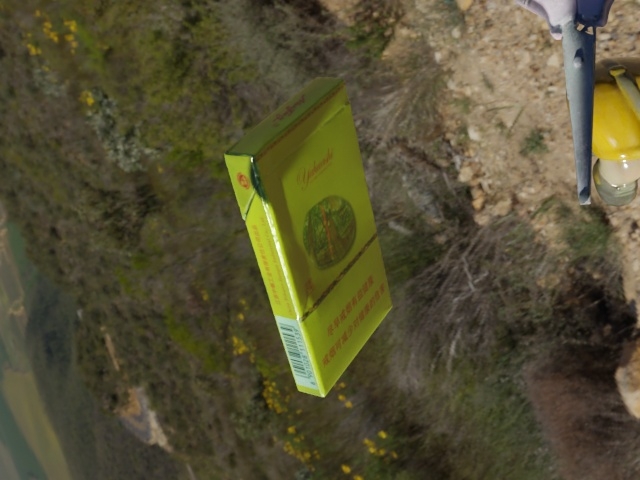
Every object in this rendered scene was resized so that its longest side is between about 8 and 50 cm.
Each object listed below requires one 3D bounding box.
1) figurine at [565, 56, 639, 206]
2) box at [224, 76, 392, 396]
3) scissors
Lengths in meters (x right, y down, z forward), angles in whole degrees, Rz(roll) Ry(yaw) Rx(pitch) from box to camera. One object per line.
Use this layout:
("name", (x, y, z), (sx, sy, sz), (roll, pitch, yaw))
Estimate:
("figurine", (0.319, -0.132, 0.598), (0.192, 0.256, 0.167), (-77, -32, -75))
("box", (0.000, 0.000, 0.926), (0.047, 0.187, 0.335), (10, 129, 33))
("scissors", (0.150, -0.113, 0.458), (0.100, 0.015, 0.189), (-9, 74, 45))
